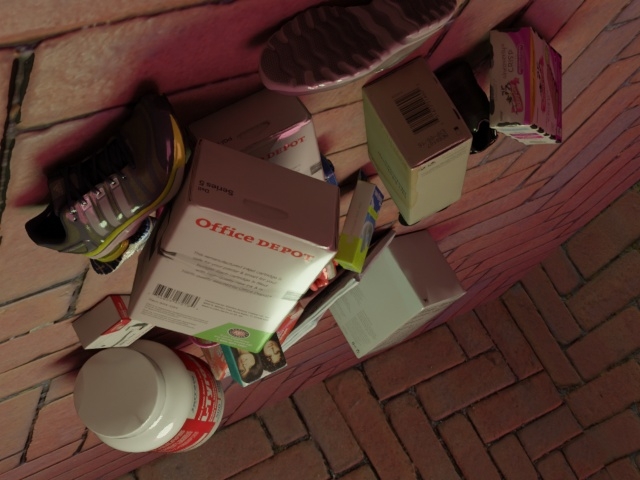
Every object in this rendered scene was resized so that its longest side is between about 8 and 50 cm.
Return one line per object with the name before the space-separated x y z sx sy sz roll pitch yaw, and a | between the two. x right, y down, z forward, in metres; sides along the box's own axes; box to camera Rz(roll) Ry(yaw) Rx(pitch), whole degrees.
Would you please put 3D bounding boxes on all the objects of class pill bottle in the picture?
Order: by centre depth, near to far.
pill bottle | -0.357 0.329 2.070 0.229 0.229 0.408 -31 165 2

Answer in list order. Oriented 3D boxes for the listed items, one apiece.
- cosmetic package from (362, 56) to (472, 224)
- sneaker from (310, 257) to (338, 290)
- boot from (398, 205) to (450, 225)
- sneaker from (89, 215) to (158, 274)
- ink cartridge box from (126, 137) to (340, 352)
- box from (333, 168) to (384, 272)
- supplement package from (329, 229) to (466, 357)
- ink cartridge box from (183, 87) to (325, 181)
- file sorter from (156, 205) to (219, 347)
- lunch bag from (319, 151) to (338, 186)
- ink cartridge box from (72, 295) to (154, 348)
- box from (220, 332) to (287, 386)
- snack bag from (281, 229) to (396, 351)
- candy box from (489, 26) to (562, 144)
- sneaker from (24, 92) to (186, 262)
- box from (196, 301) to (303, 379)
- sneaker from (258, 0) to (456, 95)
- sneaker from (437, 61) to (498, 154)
cosmetic package | 0.156 -0.153 1.625 0.113 0.160 0.309 -28 164 -4
sneaker | 0.000 0.000 1.862 0.116 0.136 0.314 -27 164 -17
boot | 0.245 -0.074 2.263 0.121 0.045 0.099 -38 167 23
sneaker | -0.294 0.008 1.505 0.135 0.052 0.058 -37 168 24
ink cartridge box | -0.117 0.016 1.298 0.198 0.115 0.273 18 139 -17
box | 0.076 -0.035 1.864 0.109 0.042 0.178 40 66 -74
supplement package | 0.184 0.134 2.508 0.198 0.199 0.262 -13 157 -49
ink cartridge box | -0.083 -0.094 1.377 0.158 0.092 0.218 -27 146 -11
file sorter | -0.141 0.031 1.609 0.202 0.182 0.291 -24 164 -21
lunch bag | -0.007 -0.109 1.633 0.065 0.067 0.098 -30 166 0
ink cartridge box | -0.368 0.148 1.801 0.099 0.056 0.135 -36 163 18
box | -0.150 0.144 1.861 0.100 0.244 0.060 -25 -160 -20
snack bag | 0.032 0.126 2.303 0.342 0.037 0.323 -43 -179 29
candy box | 0.346 -0.251 1.645 0.071 0.159 0.233 0 179 26
sneaker | -0.265 -0.068 1.220 0.121 0.111 0.300 -3 145 -42
box | -0.161 0.166 2.077 0.154 0.142 0.300 -23 163 -23
sneaker | 0.047 -0.237 1.251 0.281 0.105 0.115 -24 164 -23
sneaker | 0.248 -0.198 1.707 0.109 0.130 0.286 -34 166 5
